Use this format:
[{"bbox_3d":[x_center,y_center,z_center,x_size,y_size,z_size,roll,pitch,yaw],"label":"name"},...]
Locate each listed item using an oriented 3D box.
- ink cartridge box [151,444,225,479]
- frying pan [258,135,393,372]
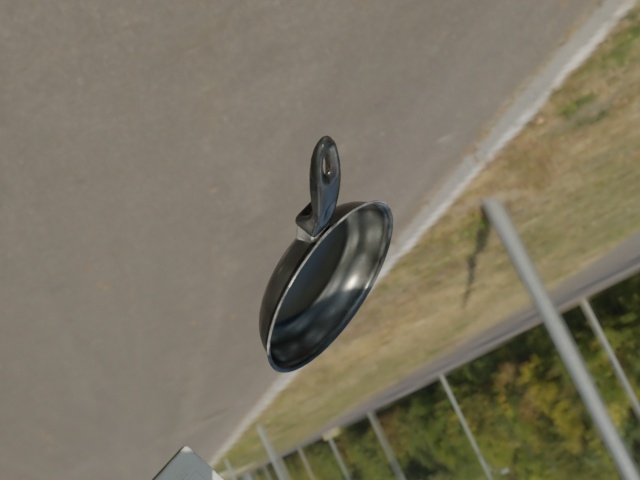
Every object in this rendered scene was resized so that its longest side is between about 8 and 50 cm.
[{"bbox_3d":[-0.093,0.309,1.093,0.109,0.209,0.062,-46,176,-22],"label":"ink cartridge box"},{"bbox_3d":[-0.016,0.025,1.069,0.197,0.053,0.326,-56,157,-2],"label":"frying pan"}]
